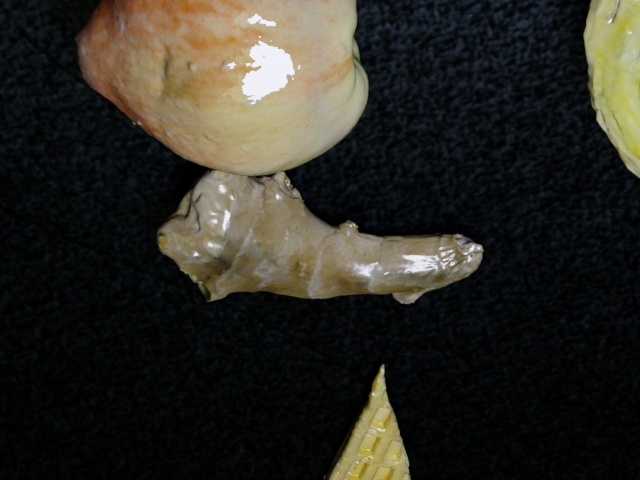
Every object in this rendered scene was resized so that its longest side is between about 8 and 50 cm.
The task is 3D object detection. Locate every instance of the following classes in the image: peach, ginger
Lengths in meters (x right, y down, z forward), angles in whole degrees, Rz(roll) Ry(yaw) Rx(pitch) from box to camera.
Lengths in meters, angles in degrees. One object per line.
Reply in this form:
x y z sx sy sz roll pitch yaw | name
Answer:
-0.078 -0.150 1.409 0.232 0.232 0.232 -2 125 -2 | peach
0.000 0.000 1.597 0.294 0.086 0.131 5 116 -16 | ginger

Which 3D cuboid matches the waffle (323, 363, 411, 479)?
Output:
0.079 0.203 1.765 0.125 0.032 0.191 18 123 -13 | waffle

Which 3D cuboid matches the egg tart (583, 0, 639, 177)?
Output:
0.367 -0.186 1.451 0.345 0.132 0.345 -1 126 -2 | egg tart
